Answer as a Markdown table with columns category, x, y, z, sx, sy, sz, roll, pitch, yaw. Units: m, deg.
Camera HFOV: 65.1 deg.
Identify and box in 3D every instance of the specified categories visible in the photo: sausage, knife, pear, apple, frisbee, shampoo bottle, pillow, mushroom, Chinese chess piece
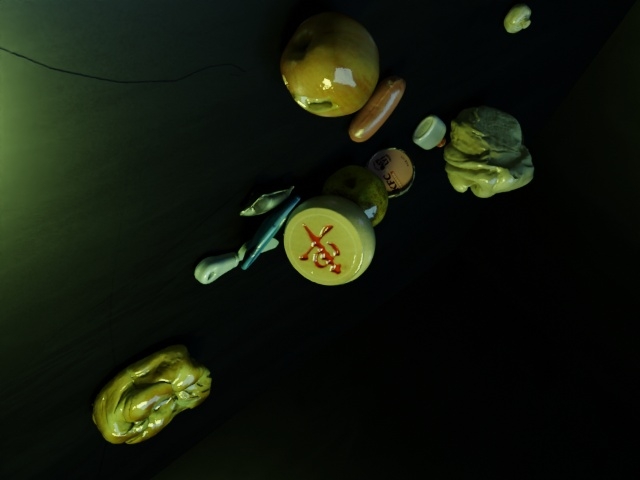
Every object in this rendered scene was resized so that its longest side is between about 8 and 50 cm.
| category | x | y | z | sx | sy | sz | roll | pitch | yaw |
| --- | --- | --- | --- | --- | --- | --- | --- | --- | --- |
| sausage | 0.142 | -0.329 | 1.257 | 0.194 | 0.077 | 0.077 | -52 | 159 | 22 |
| knife | -0.213 | 0.034 | 1.378 | 0.331 | 0.044 | 0.080 | -28 | 146 | -51 |
| pear | 0.096 | -0.107 | 1.434 | 0.197 | 0.197 | 0.197 | -37 | 159 | -17 |
| apple | 0.016 | -0.316 | 0.908 | 0.199 | 0.199 | 0.199 | -37 | 159 | -17 |
| frisbee | -0.138 | -0.028 | 1.310 | 0.242 | 0.045 | 0.242 | -53 | -178 | 2 |
| shampoo bottle | 0.377 | -0.355 | 1.685 | 0.108 | 0.051 | 0.221 | -52 | 158 | 16 |
| pillow | -0.130 | -0.098 | 1.227 | 0.135 | 0.055 | 0.091 | -21 | 145 | -53 |
| mushroom | 0.574 | -0.643 | 1.454 | 0.083 | 0.067 | 0.083 | -30 | 157 | -14 |
| Chinese chess piece | 0.022 | 0.002 | 1.339 | 0.251 | 0.251 | 0.097 | -56 | 176 | 32 |

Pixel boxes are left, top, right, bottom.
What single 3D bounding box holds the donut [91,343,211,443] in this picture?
| category | x | y | z | sx | sy | sz | roll | pitch | yaw |
| --- | --- | --- | --- | --- | --- | --- | --- | --- | --- |
| donut | -0.496 | 0.466 | 1.515 | 0.360 | 0.170 | 0.360 | -35 | 160 | -15 |

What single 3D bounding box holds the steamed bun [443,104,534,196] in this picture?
| category | x | y | z | sx | sy | sz | roll | pitch | yaw |
| --- | --- | --- | --- | --- | --- | --- | --- | --- | --- |
| steamed bun | 0.579 | -0.300 | 1.769 | 0.325 | 0.372 | 0.230 | 4 | 148 | -24 |

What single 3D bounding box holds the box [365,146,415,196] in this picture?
| category | x | y | z | sx | sy | sz | roll | pitch | yaw |
| --- | --- | --- | --- | --- | --- | --- | --- | --- | --- |
| box | 0.225 | -0.205 | 1.567 | 0.151 | 0.151 | 0.135 | -47 | 168 | 11 |
